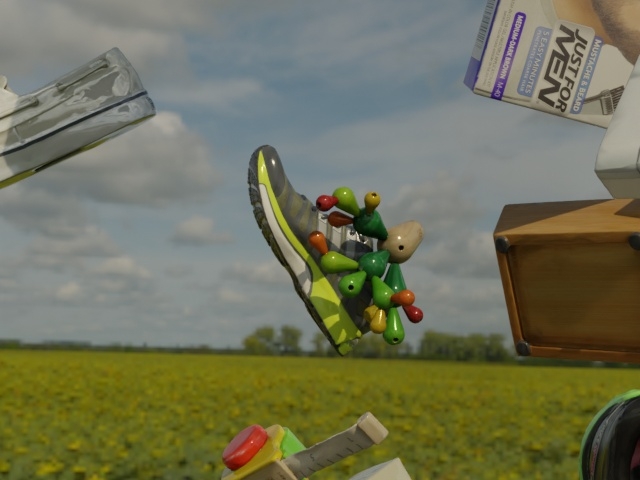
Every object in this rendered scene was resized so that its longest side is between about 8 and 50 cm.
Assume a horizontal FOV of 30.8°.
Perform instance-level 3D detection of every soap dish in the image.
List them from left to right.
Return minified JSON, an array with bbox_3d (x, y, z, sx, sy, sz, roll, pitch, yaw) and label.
[{"bbox_3d":[0.379,0.061,1.592,0.291,0.229,0.118,-1,16,43],"label":"soap dish"}]

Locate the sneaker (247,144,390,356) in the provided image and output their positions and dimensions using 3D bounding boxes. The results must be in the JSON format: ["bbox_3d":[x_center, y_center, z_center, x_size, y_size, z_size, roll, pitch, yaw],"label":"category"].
[{"bbox_3d":[0.000,0.000,1.555,0.121,0.300,0.111,-30,12,-9],"label":"sneaker"}]

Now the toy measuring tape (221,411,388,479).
[{"bbox_3d":[-0.029,0.270,1.491,0.121,0.121,0.330,8,-33,-46],"label":"toy measuring tape"}]

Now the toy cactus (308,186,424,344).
[{"bbox_3d":[0.082,0.017,1.487,0.112,0.219,0.180,-25,8,41],"label":"toy cactus"}]

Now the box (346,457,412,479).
[{"bbox_3d":[0.035,0.449,1.754,0.232,0.127,0.148,-27,-6,-33],"label":"box"}]

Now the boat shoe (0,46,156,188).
[{"bbox_3d":[-0.401,-0.156,1.470,0.367,0.156,0.136,-26,3,-15],"label":"boat shoe"}]

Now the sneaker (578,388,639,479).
[{"bbox_3d":[0.383,0.362,1.104,0.185,0.483,0.202,-25,-25,-3],"label":"sneaker"}]

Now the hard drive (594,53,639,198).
[{"bbox_3d":[0.359,-0.128,0.694,0.353,0.233,0.047,1,-35,47],"label":"hard drive"}]

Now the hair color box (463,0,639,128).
[{"bbox_3d":[0.378,-0.244,1.522,0.338,0.185,0.110,13,14,-5],"label":"hair color box"}]
